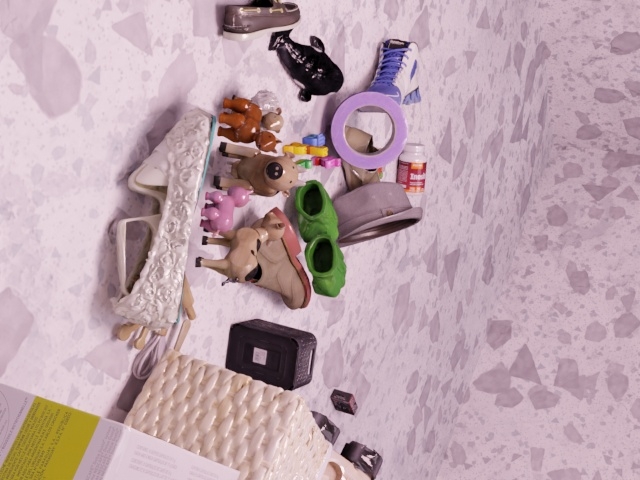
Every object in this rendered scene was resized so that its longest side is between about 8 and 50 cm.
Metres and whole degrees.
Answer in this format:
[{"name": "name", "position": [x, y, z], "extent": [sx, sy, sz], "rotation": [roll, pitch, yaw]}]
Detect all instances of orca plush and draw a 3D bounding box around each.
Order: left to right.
[{"name": "orca plush", "position": [0.000, -0.404, 1.812], "extent": [0.287, 0.102, 0.151], "rotation": [51, 56, -56]}]

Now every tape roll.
[{"name": "tape roll", "position": [0.119, -0.273, 1.983], "extent": [0.080, 0.189, 0.188], "rotation": [-87, -177, -79]}]

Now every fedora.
[{"name": "fedora", "position": [0.128, -0.075, 2.098], "extent": [0.243, 0.276, 0.124], "rotation": [114, -41, -78]}]

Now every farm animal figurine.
[{"name": "farm animal figurine", "position": [-0.118, -0.104, 1.521], "extent": [0.326, 0.172, 0.330], "rotation": [-92, -167, -73]}]

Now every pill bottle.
[{"name": "pill bottle", "position": [0.279, -0.217, 2.439], "extent": [0.086, 0.086, 0.152], "rotation": [-25, 121, -58]}]

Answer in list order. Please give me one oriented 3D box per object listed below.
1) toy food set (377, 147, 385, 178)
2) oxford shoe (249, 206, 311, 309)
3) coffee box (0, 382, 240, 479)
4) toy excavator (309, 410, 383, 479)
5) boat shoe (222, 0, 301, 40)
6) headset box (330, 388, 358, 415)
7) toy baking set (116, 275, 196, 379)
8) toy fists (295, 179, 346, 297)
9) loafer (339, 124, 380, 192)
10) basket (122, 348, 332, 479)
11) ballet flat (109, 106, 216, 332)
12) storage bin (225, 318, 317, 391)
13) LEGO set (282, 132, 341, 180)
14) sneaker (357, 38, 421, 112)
[{"name": "toy food set", "position": [0.167, -0.219, 2.294], "extent": [0.082, 0.020, 0.083], "rotation": [42, 63, -59]}, {"name": "oxford shoe", "position": [-0.109, 0.063, 1.816], "extent": [0.130, 0.123, 0.348], "rotation": [-30, 143, -12]}, {"name": "coffee box", "position": [-0.380, 0.419, 1.150], "extent": [0.337, 0.335, 0.338], "rotation": [51, 54, -56]}, {"name": "toy excavator", "position": [-0.017, 0.664, 2.103], "extent": [0.433, 0.445, 0.222], "rotation": [39, 58, -14]}, {"name": "boat shoe", "position": [-0.110, -0.454, 1.603], "extent": [0.228, 0.081, 0.068], "rotation": [-37, 136, -49]}, {"name": "headset box", "position": [0.068, 0.467, 2.327], "extent": [0.032, 0.062, 0.083], "rotation": [-61, 149, -32]}, {"name": "toy baking set", "position": [-0.308, 0.154, 1.526], "extent": [0.196, 0.030, 0.256], "rotation": [-52, 143, -36]}, {"name": "toy fists", "position": [0.000, 0.000, 1.879], "extent": [0.142, 0.096, 0.279], "rotation": [55, 21, -60]}, {"name": "loafer", "position": [0.118, -0.196, 2.130], "extent": [0.101, 0.092, 0.268], "rotation": [-66, 150, -23]}, {"name": "basket", "position": [-0.201, 0.427, 1.476], "extent": [0.331, 0.328, 0.266], "rotation": [-63, 155, -28]}, {"name": "ballet flat", "position": [-0.278, -0.046, 1.391], "extent": [0.147, 0.147, 0.408], "rotation": [20, 78, -63]}, {"name": "storage bin", "position": [-0.110, 0.251, 1.772], "extent": [0.084, 0.180, 0.122], "rotation": [-6, 106, -63]}, {"name": "LEGO set", "position": [-0.016, -0.195, 1.872], "extent": [0.227, 0.093, 0.087], "rotation": [-33, 129, -54]}, {"name": "sneaker", "position": [0.185, -0.444, 2.150], "extent": [0.315, 0.128, 0.182], "rotation": [-39, 130, -61]}]
